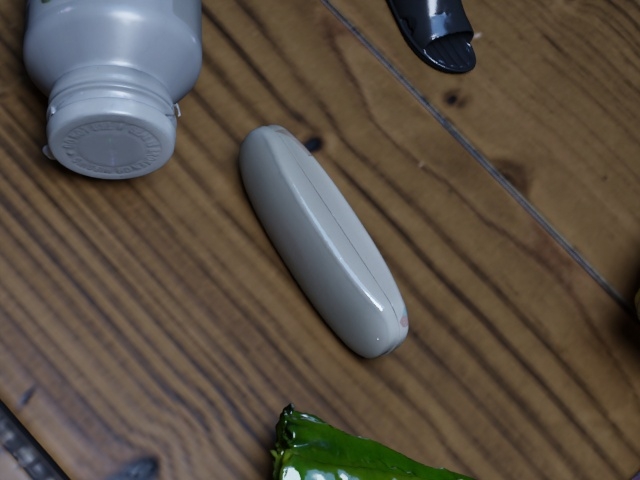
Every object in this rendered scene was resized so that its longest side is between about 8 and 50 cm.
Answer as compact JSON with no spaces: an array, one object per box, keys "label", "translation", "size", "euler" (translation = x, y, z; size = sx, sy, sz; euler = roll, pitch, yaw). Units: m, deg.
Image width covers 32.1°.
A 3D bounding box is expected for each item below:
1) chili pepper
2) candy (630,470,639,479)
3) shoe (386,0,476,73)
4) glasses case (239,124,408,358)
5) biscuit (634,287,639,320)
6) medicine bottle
[{"label":"chili pepper","translation":[0.129,0.208,0.796],"size":[0.359,0.076,0.085],"euler":[24,27,-14]},{"label":"candy","translation":[0.304,0.185,0.838],"size":[0.092,0.160,0.073],"euler":[-32,81,-39]},{"label":"shoe","translation":[0.099,-0.230,1.050],"size":[0.062,0.053,0.159],"euler":[-18,68,-33]},{"label":"glasses case","translation":[0.000,0.000,0.865],"size":[0.051,0.081,0.204],"euler":[-26,76,-29]},{"label":"biscuit","translation":[0.491,0.038,0.921],"size":[0.429,0.104,0.446],"euler":[9,28,18]},{"label":"medicine bottle","translation":[-0.159,-0.161,0.856],"size":[0.135,0.135,0.215],"euler":[6,61,-19]}]
